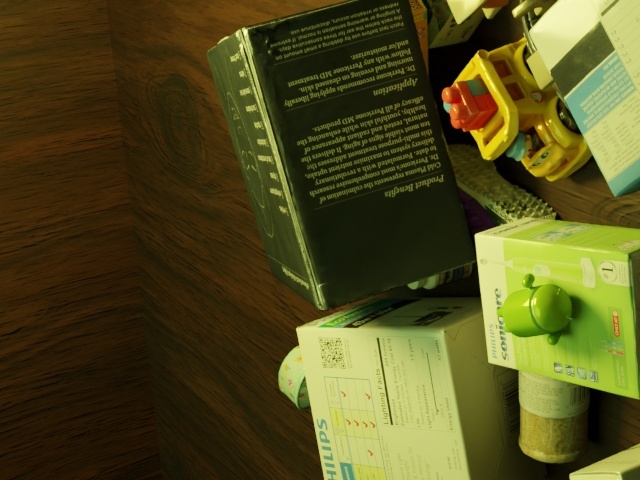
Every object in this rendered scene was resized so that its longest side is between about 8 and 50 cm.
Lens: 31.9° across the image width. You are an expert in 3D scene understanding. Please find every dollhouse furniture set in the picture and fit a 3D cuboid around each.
[{"bbox_3d":[0.322,-0.354,1.544,0.135,0.262,0.259,-41,67,57],"label":"dollhouse furniture set"}]

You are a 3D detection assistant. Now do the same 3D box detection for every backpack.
[{"bbox_3d":[0.005,0.301,2.526,0.144,0.188,0.165,50,143,40],"label":"backpack"}]

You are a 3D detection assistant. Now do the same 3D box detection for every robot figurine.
[{"bbox_3d":[0.297,0.097,1.542,0.115,0.067,0.101,-21,93,55],"label":"robot figurine"}]

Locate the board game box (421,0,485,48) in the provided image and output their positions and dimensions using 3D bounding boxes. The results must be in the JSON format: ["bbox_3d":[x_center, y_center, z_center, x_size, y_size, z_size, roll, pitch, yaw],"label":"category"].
[{"bbox_3d":[0.224,-0.497,1.833,0.224,0.098,0.303,64,150,19],"label":"board game box"}]

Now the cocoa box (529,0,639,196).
[{"bbox_3d":[0.463,-0.222,1.246,0.228,0.347,0.231,67,151,15],"label":"cocoa box"}]

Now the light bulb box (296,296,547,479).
[{"bbox_3d":[0.182,0.298,2.061,0.361,0.225,0.357,-3,100,45],"label":"light bulb box"}]

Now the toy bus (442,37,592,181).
[{"bbox_3d":[0.292,-0.193,1.731,0.220,0.211,0.149,64,149,17],"label":"toy bus"}]

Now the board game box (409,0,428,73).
[{"bbox_3d":[0.150,-0.347,1.947,0.259,0.039,0.124,75,171,-58],"label":"board game box"}]

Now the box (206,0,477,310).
[{"bbox_3d":[0.019,-0.165,2.005,0.480,0.297,0.471,-155,49,-77],"label":"box"}]

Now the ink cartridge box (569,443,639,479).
[{"bbox_3d":[0.501,0.372,1.544,0.115,0.273,0.198,-23,82,62],"label":"ink cartridge box"}]

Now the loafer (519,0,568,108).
[{"bbox_3d":[0.376,-0.247,1.664,0.095,0.109,0.302,98,148,-66],"label":"loafer"}]

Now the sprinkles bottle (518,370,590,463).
[{"bbox_3d":[0.384,0.186,1.837,0.121,0.121,0.355,27,126,55],"label":"sprinkles bottle"}]

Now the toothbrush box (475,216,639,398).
[{"bbox_3d":[0.369,0.088,1.604,0.283,0.122,0.206,7,110,51],"label":"toothbrush box"}]

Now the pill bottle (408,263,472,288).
[{"bbox_3d":[0.217,0.052,2.084,0.067,0.120,0.067,37,135,50],"label":"pill bottle"}]

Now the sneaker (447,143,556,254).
[{"bbox_3d":[0.277,-0.050,1.944,0.293,0.102,0.146,48,143,41],"label":"sneaker"}]
